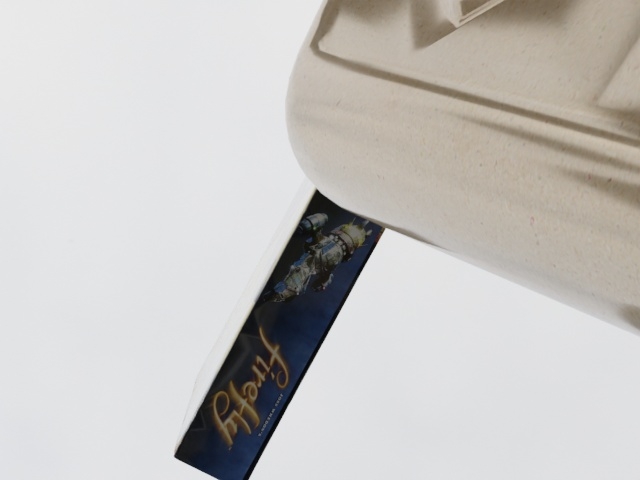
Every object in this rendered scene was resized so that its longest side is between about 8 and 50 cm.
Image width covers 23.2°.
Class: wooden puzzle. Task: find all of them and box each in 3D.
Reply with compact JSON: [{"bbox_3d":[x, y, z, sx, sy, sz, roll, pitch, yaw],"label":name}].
[{"bbox_3d":[0.141,-0.139,0.397,0.080,0.322,0.348,20,-87,-29],"label":"wooden puzzle"}]

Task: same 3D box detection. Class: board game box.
[{"bbox_3d":[0.000,0.000,0.850,0.042,0.165,0.243,28,-82,-4],"label":"board game box"}]
